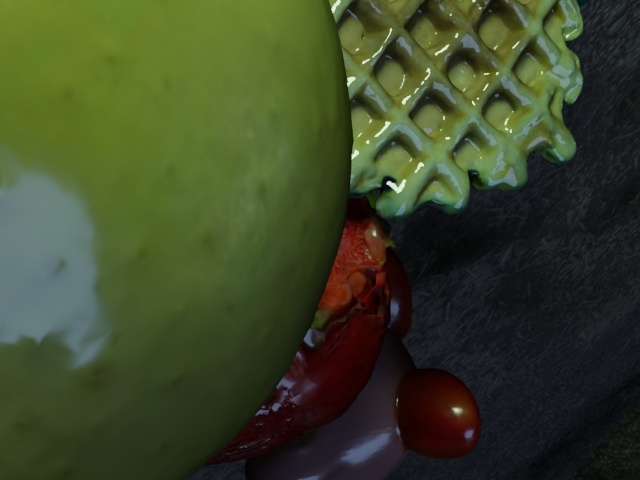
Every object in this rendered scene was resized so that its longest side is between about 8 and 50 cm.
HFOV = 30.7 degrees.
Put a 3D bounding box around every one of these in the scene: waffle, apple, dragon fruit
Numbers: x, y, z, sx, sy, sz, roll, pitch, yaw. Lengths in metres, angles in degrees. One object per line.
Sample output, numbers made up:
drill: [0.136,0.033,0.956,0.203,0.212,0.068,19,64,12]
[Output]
waffle: [0.077,-0.172,0.897,0.292,0.056,0.309,-9,101,-22]
apple: [-0.223,-0.067,0.488,0.474,0.473,0.473,-29,150,-19]
dragon fruit: [-0.098,0.041,0.947,0.302,0.295,0.296,-25,165,40]

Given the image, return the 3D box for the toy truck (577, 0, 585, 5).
toy truck: [0.166,-0.241,1.019,0.216,0.116,0.110,-35,152,-8]

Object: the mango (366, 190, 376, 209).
mango: [0.000,0.000,1.212,0.165,0.074,0.091,-46,149,11]

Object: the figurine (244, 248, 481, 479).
figurine: [0.022,0.185,1.341,0.261,0.269,0.211,-26,156,-6]
